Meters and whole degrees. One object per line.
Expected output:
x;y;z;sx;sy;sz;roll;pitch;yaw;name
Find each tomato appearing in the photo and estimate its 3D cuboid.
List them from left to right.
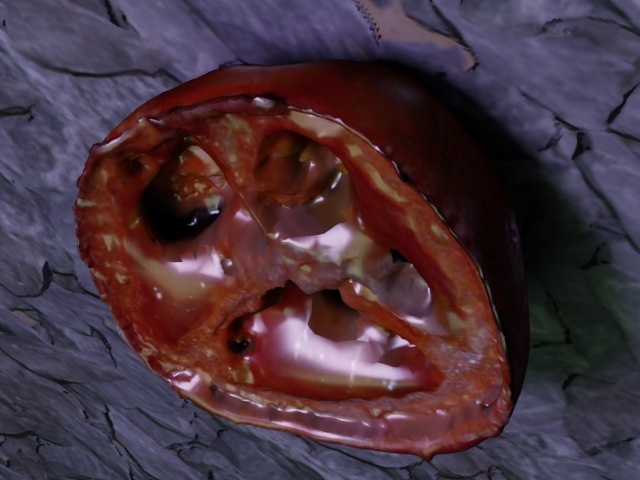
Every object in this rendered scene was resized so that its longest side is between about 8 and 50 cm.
0.003;-0.001;0.674;0.228;0.101;0.228;17;139;15;tomato
